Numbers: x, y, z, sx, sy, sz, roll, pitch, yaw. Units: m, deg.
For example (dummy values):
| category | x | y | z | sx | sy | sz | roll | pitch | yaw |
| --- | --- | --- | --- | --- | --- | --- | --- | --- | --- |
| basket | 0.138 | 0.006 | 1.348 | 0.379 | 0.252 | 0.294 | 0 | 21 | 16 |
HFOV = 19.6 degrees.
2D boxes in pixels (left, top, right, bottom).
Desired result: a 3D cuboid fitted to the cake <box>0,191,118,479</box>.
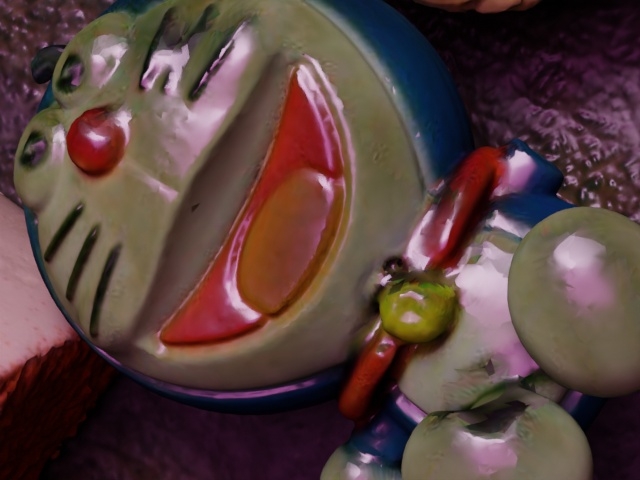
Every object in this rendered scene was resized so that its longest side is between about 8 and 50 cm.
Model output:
| category | x | y | z | sx | sy | sz | roll | pitch | yaw |
| --- | --- | --- | --- | --- | --- | --- | --- | --- | --- |
| cake | -0.223 | 0.095 | 0.865 | 0.158 | 0.159 | 0.262 | 35 | 92 | 17 |

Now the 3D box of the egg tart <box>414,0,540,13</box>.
| category | x | y | z | sx | sy | sz | roll | pitch | yaw |
| --- | --- | --- | --- | --- | --- | --- | --- | --- | --- |
| egg tart | 0.071 | -0.240 | 0.826 | 0.295 | 0.116 | 0.294 | 0 | 67 | 1 |

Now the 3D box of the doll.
| category | x | y | z | sx | sy | sz | roll | pitch | yaw |
| --- | --- | --- | --- | --- | --- | --- | --- | --- | --- |
| doll | 0.001 | -0.001 | 0.802 | 0.322 | 0.186 | 0.198 | 37 | 102 | 15 |
